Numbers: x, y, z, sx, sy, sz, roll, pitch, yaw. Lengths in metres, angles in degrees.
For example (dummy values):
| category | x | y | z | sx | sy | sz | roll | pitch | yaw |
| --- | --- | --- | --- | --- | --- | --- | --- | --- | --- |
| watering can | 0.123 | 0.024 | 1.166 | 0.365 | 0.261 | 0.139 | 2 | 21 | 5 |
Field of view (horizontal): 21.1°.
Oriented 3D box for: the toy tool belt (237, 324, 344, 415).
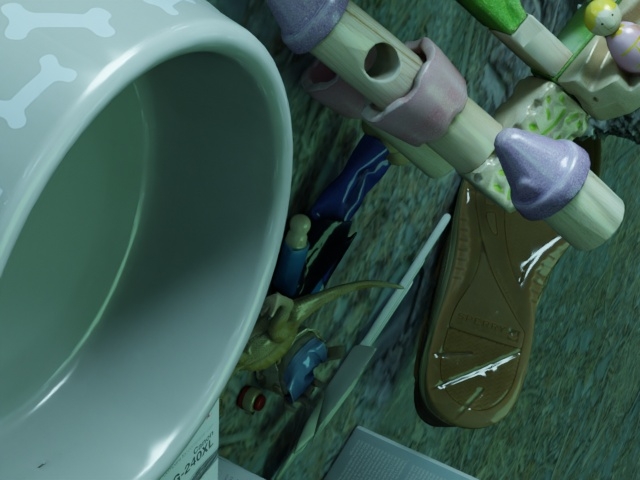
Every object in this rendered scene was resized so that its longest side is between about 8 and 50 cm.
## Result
| category | x | y | z | sx | sy | sz | roll | pitch | yaw |
| --- | --- | --- | --- | --- | --- | --- | --- | --- | --- |
| toy tool belt | -0.021 | 0.105 | 1.323 | 0.083 | 0.051 | 0.052 | -55 | 154 | -27 |

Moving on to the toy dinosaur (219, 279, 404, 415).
| category | x | y | z | sx | sy | sz | roll | pitch | yaw |
| --- | --- | --- | --- | --- | --- | --- | --- | --- | --- |
| toy dinosaur | -0.036 | 0.059 | 1.224 | 0.183 | 0.053 | 0.092 | -39 | 145 | -1 |

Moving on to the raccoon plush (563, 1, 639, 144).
| category | x | y | z | sx | sy | sz | roll | pitch | yaw |
| --- | --- | --- | --- | --- | --- | --- | --- | --- | --- |
| raccoon plush | 0.349 | -0.176 | 1.647 | 0.299 | 0.216 | 0.446 | -70 | 157 | -6 |

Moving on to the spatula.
| category | x | y | z | sx | sy | sz | roll | pitch | yaw |
| --- | --- | --- | --- | --- | --- | --- | --- | --- | --- |
| spatula | 0.039 | 0.090 | 1.420 | 0.242 | 0.019 | 0.168 | -54 | 173 | -32 |

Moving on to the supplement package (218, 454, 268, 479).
| category | x | y | z | sx | sy | sz | roll | pitch | yaw |
| --- | --- | --- | --- | --- | --- | --- | --- | --- | --- |
| supplement package | -0.025 | 0.300 | 1.299 | 0.194 | 0.203 | 0.149 | -62 | 157 | -11 |

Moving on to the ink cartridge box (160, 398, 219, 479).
| category | x | y | z | sx | sy | sz | roll | pitch | yaw |
| --- | --- | --- | --- | --- | --- | --- | --- | --- | --- |
| ink cartridge box | -0.122 | 0.167 | 1.143 | 0.109 | 0.063 | 0.150 | -44 | 148 | -43 |

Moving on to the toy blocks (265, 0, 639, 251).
| category | x | y | z | sx | sy | sz | roll | pitch | yaw |
| --- | --- | --- | --- | --- | --- | --- | --- | --- | --- |
| toy blocks | 0.112 | -0.187 | 1.068 | 0.260 | 0.309 | 0.288 | 39 | 90 | -25 |

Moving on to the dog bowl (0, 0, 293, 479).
| category | x | y | z | sx | sy | sz | roll | pitch | yaw |
| --- | --- | --- | --- | --- | --- | --- | --- | --- | --- |
| dog bowl | -0.135 | 0.014 | 0.928 | 0.349 | 0.102 | 0.348 | -48 | 151 | -38 |

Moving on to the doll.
| category | x | y | z | sx | sy | sz | roll | pitch | yaw |
| --- | --- | --- | --- | --- | --- | --- | --- | --- | --- |
| doll | 0.000 | 0.000 | 1.282 | 0.189 | 0.046 | 0.129 | -59 | 166 | -5 |

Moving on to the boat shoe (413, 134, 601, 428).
| category | x | y | z | sx | sy | sz | roll | pitch | yaw |
| --- | --- | --- | --- | --- | --- | --- | --- | --- | --- |
| boat shoe | 0.163 | 0.016 | 1.605 | 0.123 | 0.123 | 0.342 | 141 | -33 | -73 |

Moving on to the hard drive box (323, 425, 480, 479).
| category | x | y | z | sx | sy | sz | roll | pitch | yaw |
| --- | --- | --- | --- | --- | --- | --- | --- | --- | --- |
| hard drive box | 0.122 | 0.289 | 1.576 | 0.089 | 0.232 | 0.181 | -56 | 155 | -26 |
